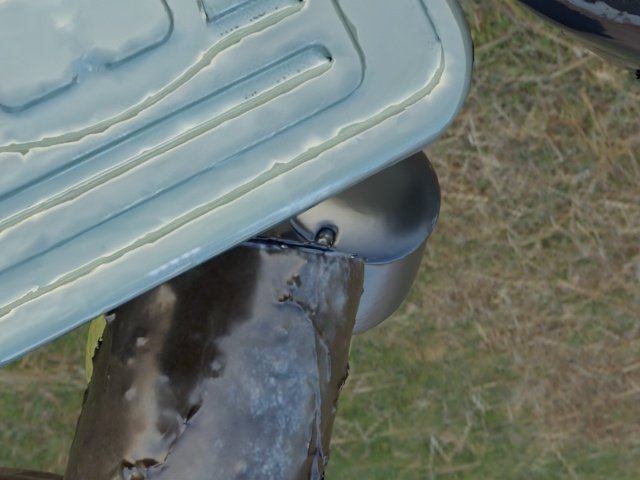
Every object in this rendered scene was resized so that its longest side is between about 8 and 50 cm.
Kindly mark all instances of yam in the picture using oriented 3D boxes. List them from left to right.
[{"bbox_3d":[-0.065,0.127,0.537,0.131,0.279,0.131,13,169,3],"label":"yam"}]

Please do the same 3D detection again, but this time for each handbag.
[{"bbox_3d":[0.266,-0.146,0.831,0.211,0.254,0.088,17,101,-54],"label":"handbag"}]

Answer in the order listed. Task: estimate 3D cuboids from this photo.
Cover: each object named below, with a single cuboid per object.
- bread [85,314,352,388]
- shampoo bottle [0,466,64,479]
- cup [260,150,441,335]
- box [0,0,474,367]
[{"bbox_3d":[-0.124,0.130,1.367,0.321,0.320,0.237,14,157,-18],"label":"bread"},{"bbox_3d":[-0.157,0.282,0.750,0.153,0.071,0.284,-13,87,20],"label":"shampoo bottle"},{"bbox_3d":[0.000,0.000,1.030,0.223,0.169,0.176,-31,165,-27],"label":"cup"},{"bbox_3d":[-0.087,-0.061,0.391,0.243,0.135,0.163,-29,95,-13],"label":"box"}]
